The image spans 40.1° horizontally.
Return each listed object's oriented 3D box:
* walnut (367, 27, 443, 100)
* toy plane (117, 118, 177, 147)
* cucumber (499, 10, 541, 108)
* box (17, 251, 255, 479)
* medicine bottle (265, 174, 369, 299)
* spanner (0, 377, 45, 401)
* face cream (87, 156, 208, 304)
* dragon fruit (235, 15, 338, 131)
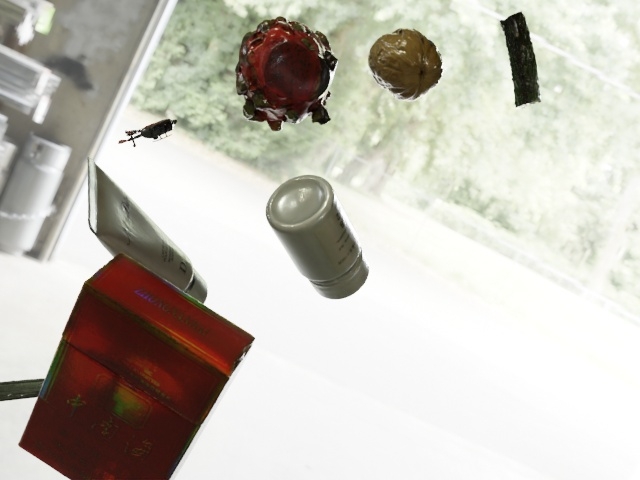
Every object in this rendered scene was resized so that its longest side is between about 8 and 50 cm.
[{"bbox_3d":[0.181,-0.384,1.903,0.155,0.155,0.184,22,18,-28],"label":"walnut"},{"bbox_3d":[-0.381,-0.241,1.945,0.145,0.037,0.060,-24,27,-15],"label":"toy plane"},{"bbox_3d":[0.396,-0.356,1.730,0.058,0.187,0.058,-10,-1,0],"label":"cucumber"},{"bbox_3d":[-0.234,0.191,1.080,0.197,0.313,0.089,33,33,3],"label":"box"},{"bbox_3d":[0.000,0.000,1.698,0.144,0.144,0.252,32,-20,41],"label":"medicine bottle"},{"bbox_3d":[-0.428,0.226,1.355,0.302,0.017,0.071,-4,38,-19],"label":"spanner"},{"bbox_3d":[-0.280,0.014,1.368,0.314,0.089,0.143,55,19,-49],"label":"face cream"},{"bbox_3d":[-0.049,-0.233,1.267,0.166,0.160,0.172,61,0,-8],"label":"dragon fruit"}]
